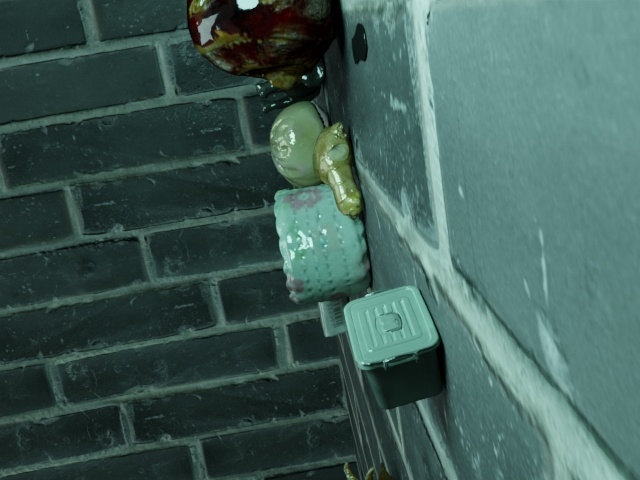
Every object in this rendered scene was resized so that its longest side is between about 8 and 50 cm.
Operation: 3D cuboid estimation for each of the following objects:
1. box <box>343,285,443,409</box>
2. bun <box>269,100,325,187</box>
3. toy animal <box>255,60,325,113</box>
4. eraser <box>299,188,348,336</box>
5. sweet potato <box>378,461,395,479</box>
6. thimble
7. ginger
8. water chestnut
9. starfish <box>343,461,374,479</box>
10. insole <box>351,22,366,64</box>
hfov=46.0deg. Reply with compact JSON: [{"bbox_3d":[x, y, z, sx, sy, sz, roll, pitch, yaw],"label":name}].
[{"bbox_3d":[0.075,0.108,0.760,0.122,0.084,0.069,-101,-5,-62],"label":"box"},{"bbox_3d":[-0.040,-0.196,1.587,0.193,0.128,0.178,-79,-30,-83],"label":"bun"},{"bbox_3d":[-0.066,-0.344,1.525,0.245,0.146,0.114,97,156,-87],"label":"toy animal"},{"bbox_3d":[0.012,0.042,2.047,0.213,0.082,0.396,-120,20,-81],"label":"eraser"},{"bbox_3d":[0.128,0.464,1.415,0.117,0.049,0.049,-105,5,-51],"label":"sweet potato"},{"bbox_3d":[0.000,0.000,1.312,0.185,0.149,0.210,83,177,-80],"label":"thimble"},{"bbox_3d":[0.024,-0.107,1.222,0.096,0.067,0.165,139,124,-62],"label":"ginger"},{"bbox_3d":[-0.081,-0.340,1.076,0.223,0.224,0.238,-108,24,-75],"label":"water chestnut"},{"bbox_3d":[0.121,0.613,1.604,0.301,0.084,0.293,101,156,-64],"label":"starfish"},{"bbox_3d":[0.047,-0.238,0.923,0.135,0.002,0.045,-123,24,-84],"label":"insole"}]
